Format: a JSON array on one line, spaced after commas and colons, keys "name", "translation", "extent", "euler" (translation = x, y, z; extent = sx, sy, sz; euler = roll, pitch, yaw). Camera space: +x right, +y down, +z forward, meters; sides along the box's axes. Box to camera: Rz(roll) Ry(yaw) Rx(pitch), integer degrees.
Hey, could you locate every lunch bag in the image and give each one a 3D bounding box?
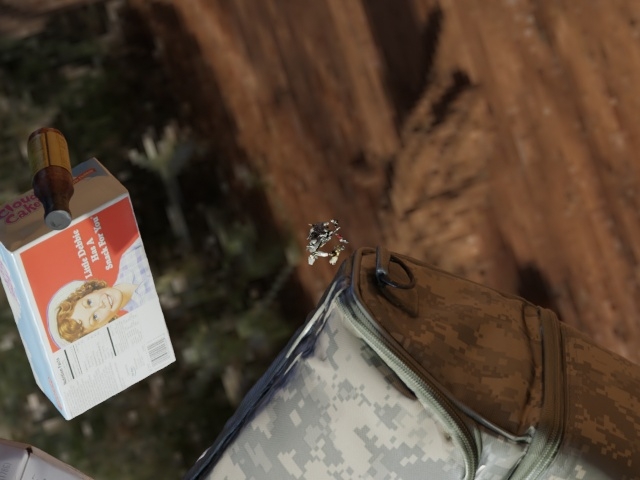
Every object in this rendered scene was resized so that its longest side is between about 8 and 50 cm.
[{"name": "lunch bag", "translation": [0.051, 0.172, 1.324], "extent": [0.256, 0.305, 0.212], "euler": [32, -152, -9]}]

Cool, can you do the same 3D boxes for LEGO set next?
[{"name": "LEGO set", "translation": [0.002, -0.002, 2.047], "extent": [0.083, 0.023, 0.054], "euler": [-3, 62, 62]}]

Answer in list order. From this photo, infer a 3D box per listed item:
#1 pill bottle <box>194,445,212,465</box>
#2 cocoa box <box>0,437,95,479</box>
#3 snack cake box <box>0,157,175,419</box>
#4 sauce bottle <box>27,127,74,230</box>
[{"name": "pill bottle", "translation": [-0.020, 0.220, 1.696], "extent": [0.208, 0.119, 0.119], "euler": [3, -115, -60]}, {"name": "cocoa box", "translation": [-0.295, 0.325, 1.760], "extent": [0.347, 0.228, 0.231], "euler": [41, -117, -54]}, {"name": "snack cake box", "translation": [-0.273, 0.058, 2.169], "extent": [0.089, 0.152, 0.264], "euler": [42, 152, 44]}, {"name": "sauce bottle", "translation": [-0.262, -0.059, 1.860], "extent": [0.128, 0.042, 0.042], "euler": [-104, 1, -49]}]
